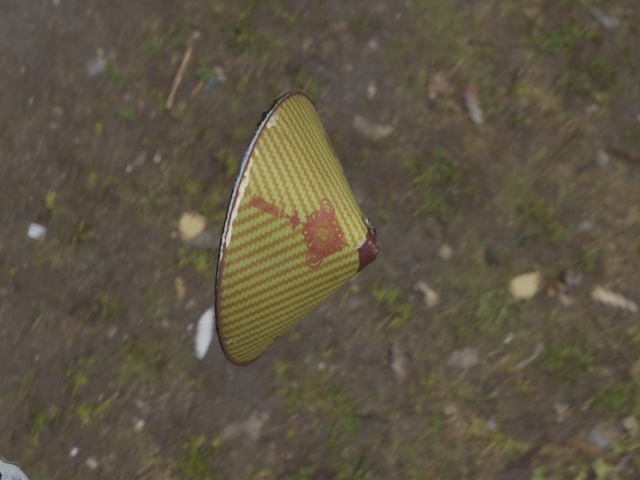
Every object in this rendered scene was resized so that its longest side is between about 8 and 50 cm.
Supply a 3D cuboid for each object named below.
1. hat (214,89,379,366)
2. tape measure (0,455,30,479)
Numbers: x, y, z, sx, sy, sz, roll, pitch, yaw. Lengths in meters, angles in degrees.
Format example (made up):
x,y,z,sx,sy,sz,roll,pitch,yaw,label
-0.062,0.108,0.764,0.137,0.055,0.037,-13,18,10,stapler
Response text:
x,y,z,sx,sy,sz,roll,pitch,yaw,label
0.000,0.000,1.165,0.082,0.193,0.193,13,63,14,hat
-0.212,0.181,0.711,0.164,0.330,0.084,-25,72,-31,tape measure
